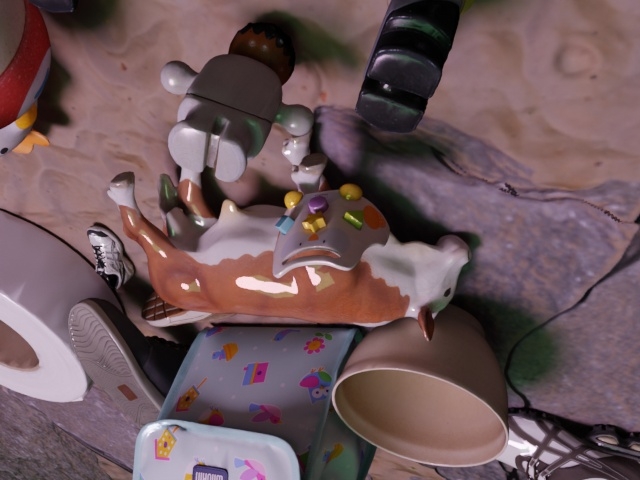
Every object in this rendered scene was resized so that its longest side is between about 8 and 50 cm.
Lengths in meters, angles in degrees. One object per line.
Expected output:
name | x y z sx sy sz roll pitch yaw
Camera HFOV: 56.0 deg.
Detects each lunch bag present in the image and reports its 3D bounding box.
lunch bag | -0.069 0.228 0.652 0.223 0.262 0.160 -3 132 29

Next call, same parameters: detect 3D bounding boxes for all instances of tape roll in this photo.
tape roll | -0.407 0.093 0.795 0.286 0.100 0.286 13 137 13

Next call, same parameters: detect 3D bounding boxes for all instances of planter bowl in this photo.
planter bowl | 0.104 0.128 0.581 0.162 0.109 0.162 14 138 13

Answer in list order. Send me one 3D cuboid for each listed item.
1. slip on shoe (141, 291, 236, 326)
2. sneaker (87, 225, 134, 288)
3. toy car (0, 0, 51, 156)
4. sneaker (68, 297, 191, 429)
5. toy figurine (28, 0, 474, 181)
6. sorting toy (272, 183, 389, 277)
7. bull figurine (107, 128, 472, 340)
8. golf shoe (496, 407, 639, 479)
slip on shoe | -0.153 0.078 0.702 0.135 0.051 0.041 -16 137 30
sneaker | -0.246 0.021 0.693 0.031 0.037 0.083 -1 131 29
toy car | -0.285 -0.125 0.484 0.210 0.219 0.238 16 167 9
sneaker | -0.213 0.144 0.754 0.083 0.118 0.222 -18 112 31
toy figurine | -0.031 -0.157 0.339 0.213 0.148 0.209 -14 131 33
sorting toy | 0.000 0.000 0.404 0.083 0.075 0.045 -7 121 15
bull figurine | -0.032 0.003 0.527 0.310 0.101 0.188 -4 124 21
golf shoe | 0.248 0.241 0.642 0.198 0.094 0.077 1 134 26
